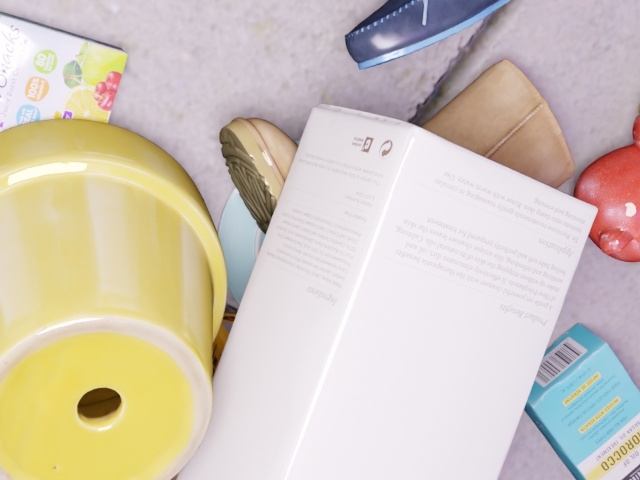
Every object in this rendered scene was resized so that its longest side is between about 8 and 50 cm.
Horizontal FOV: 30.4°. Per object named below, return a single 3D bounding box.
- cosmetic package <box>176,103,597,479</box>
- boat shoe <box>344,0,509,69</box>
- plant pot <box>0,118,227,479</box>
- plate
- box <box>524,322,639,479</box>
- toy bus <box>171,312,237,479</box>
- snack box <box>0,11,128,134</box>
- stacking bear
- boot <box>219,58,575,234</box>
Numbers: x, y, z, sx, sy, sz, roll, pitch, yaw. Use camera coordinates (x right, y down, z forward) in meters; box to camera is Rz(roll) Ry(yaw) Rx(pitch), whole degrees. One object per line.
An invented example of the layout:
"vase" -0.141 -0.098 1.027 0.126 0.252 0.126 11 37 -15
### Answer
"cosmetic package" 0.041 0.103 0.903 0.197 0.155 0.365 21 91 -32
"boat shoe" 0.116 -0.235 1.001 0.258 0.109 0.089 -36 108 -23
"plant pot" -0.181 0.067 0.887 0.254 0.239 0.254 -8 119 -15
"plate" 0.000 0.000 1.066 0.188 0.024 0.188 -6 109 -17
"box" 0.299 0.208 1.213 0.100 0.060 0.244 -40 115 -3
"toy bus" -0.081 0.244 1.052 0.108 0.130 0.332 10 106 -22
"snack box" -0.236 -0.124 0.937 0.141 0.037 0.100 15 101 -23
"stacking bear" 0.363 -0.092 1.093 0.289 0.175 0.164 -41 117 6
"boot" 0.070 -0.073 1.019 0.269 0.089 0.236 -38 119 -16
